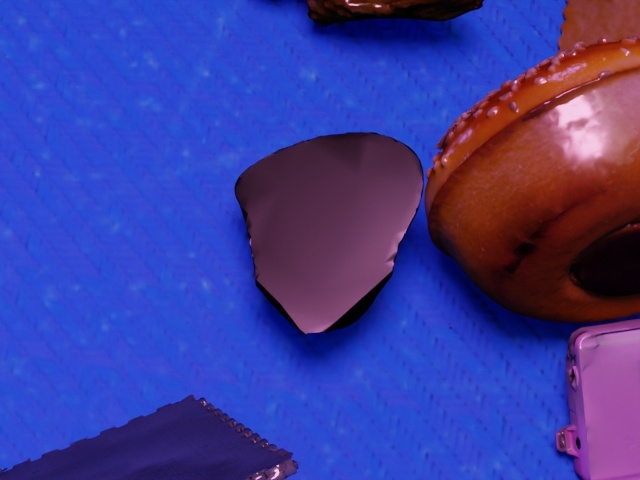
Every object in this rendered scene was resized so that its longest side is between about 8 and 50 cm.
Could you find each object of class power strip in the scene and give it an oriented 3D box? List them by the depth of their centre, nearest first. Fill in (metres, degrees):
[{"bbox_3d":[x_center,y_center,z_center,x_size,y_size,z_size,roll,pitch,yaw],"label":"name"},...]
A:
[{"bbox_3d":[0.296,0.098,1.184,0.278,0.037,0.109,-7,97,-10],"label":"power strip"}]

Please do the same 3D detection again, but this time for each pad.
[{"bbox_3d":[-0.165,0.155,1.014,0.269,0.269,0.012,-20,98,-13],"label":"pad"}]

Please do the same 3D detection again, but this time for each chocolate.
[{"bbox_3d":[0.000,0.000,1.187,0.125,0.080,0.149,18,74,13],"label":"chocolate"}]

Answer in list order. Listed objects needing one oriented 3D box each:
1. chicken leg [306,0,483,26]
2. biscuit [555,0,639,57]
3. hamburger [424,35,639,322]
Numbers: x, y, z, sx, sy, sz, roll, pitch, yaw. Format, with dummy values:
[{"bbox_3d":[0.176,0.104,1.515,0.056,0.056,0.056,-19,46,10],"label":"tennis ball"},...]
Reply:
[{"bbox_3d":[0.096,-0.248,1.263,0.361,0.140,0.212,-3,61,-4],"label":"chicken leg"},{"bbox_3d":[0.291,-0.129,1.308,0.232,0.013,0.237,14,68,-1],"label":"biscuit"},{"bbox_3d":[0.177,-0.039,1.151,0.236,0.237,0.147,-9,55,-10],"label":"hamburger"}]
